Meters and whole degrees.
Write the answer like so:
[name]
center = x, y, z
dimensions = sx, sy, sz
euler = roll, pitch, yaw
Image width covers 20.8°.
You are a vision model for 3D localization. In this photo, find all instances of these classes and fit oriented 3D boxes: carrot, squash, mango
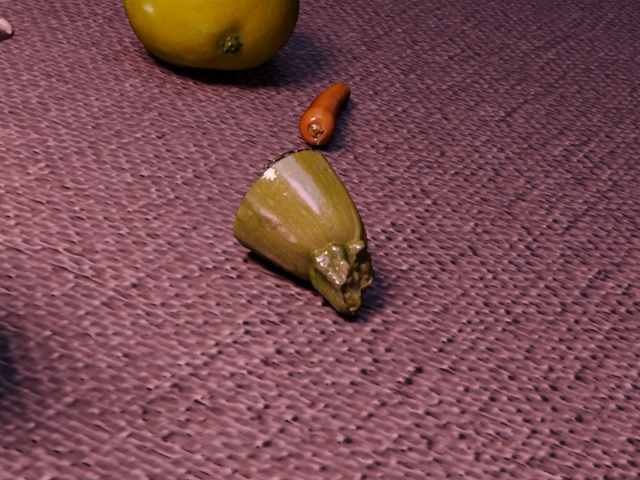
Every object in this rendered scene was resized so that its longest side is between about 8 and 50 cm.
[carrot]
center = 0.007, -0.137, 1.797
dimensions = 0.037, 0.037, 0.190
euler = 14, 21, 4
[squash]
center = 0.007, 0.003, 1.414
dimensions = 0.105, 0.105, 0.132
euler = -11, 45, -45
[mango]
center = -0.111, -0.268, 1.900
dimensions = 0.185, 0.149, 0.273
euler = 14, 18, 7

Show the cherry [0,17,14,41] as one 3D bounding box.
[cherry]
center = -0.374, -0.091, 1.101
dimensions = 0.334, 0.326, 0.291
euler = 6, 15, -16
